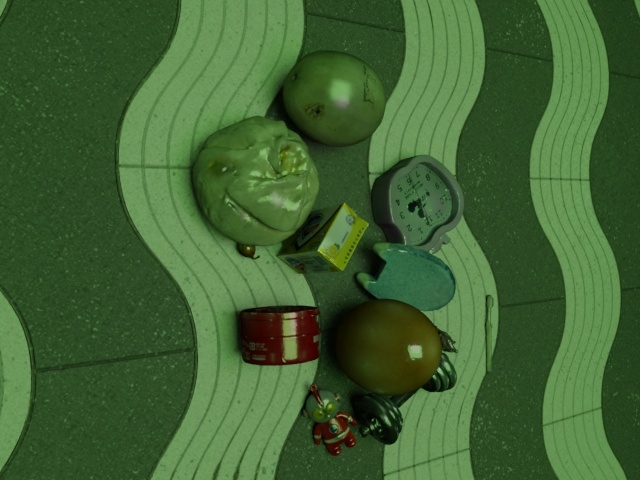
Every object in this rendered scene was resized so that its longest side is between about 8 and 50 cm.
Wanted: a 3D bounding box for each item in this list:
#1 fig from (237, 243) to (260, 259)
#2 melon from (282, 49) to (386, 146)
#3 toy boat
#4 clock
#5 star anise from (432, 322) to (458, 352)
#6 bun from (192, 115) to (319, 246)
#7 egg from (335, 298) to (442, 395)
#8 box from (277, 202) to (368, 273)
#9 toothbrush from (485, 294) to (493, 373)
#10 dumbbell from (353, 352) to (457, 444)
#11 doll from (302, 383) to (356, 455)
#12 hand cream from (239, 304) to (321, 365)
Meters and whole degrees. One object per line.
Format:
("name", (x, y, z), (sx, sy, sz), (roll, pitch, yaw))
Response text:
("fig", (-0.202, 0.031, 1.640), (0.050, 0.050, 0.083), (-58, 136, -19))
("melon", (0.053, -0.414, 1.680), (0.330, 0.268, 0.268), (19, 78, -37))
("toy boat", (0.285, 0.112, 1.861), (0.330, 0.123, 0.215), (18, 113, -13))
("clock", (0.331, -0.116, 1.932), (0.339, 0.102, 0.338), (1, 89, -31))
("star anise", (0.377, 0.315, 1.895), (0.182, 0.195, 0.065), (36, 90, 9))
("bun", (-0.158, -0.167, 1.559), (0.365, 0.219, 0.365), (6, 78, -28))
("egg", (0.198, 0.313, 1.687), (0.283, 0.351, 0.282), (2, 87, -38))
("box", (0.000, 0.000, 1.632), (0.097, 0.265, 0.168), (37, 71, -21))
("toothbrush", (0.632, 0.350, 2.138), (0.028, 0.026, 0.294), (9, 83, -46))
("dumbbell", (0.274, 0.488, 1.829), (0.406, 0.179, 0.179), (-34, 105, -28))
("doll", (0.025, 0.539, 1.735), (0.142, 0.076, 0.245), (-26, 107, -7))
("hand cream", (-0.112, 0.260, 1.580), (0.230, 0.230, 0.149), (2, 87, -31))
